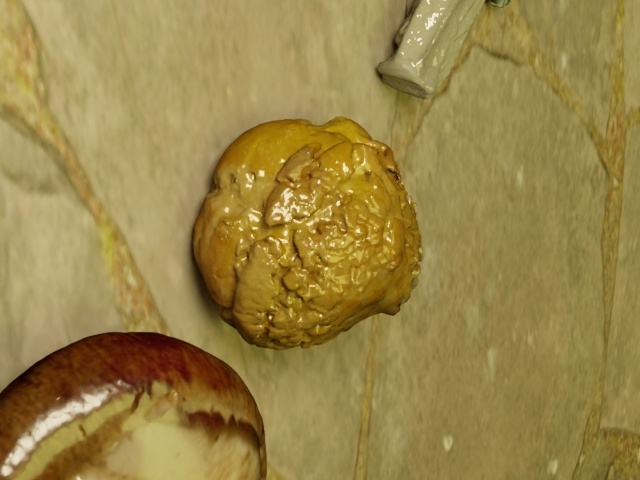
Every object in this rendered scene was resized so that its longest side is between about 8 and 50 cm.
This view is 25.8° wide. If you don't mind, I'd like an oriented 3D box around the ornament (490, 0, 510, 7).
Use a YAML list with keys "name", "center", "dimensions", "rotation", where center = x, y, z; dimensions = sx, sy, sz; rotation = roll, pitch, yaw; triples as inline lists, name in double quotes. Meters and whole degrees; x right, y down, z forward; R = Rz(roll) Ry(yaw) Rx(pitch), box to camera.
- name: "ornament"
  center: [0.163, -0.235, 1.200]
  dimensions: [0.092, 0.041, 0.068]
  rotation: [-40, 131, -21]

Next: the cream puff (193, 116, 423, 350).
- name: "cream puff"
  center: [0.000, 0.000, 1.029]
  dimensions: [0.189, 0.129, 0.189]
  rotation: [-28, 130, -39]

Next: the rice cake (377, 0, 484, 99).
- name: "rice cake"
  center: [0.121, -0.235, 1.130]
  dimensions: [0.052, 0.057, 0.256]
  rotation: [34, 79, -37]

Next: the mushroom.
- name: "mushroom"
  center: [-0.122, 0.184, 0.915]
  dimensions: [0.267, 0.254, 0.267]
  rotation: [-5, 90, -69]
